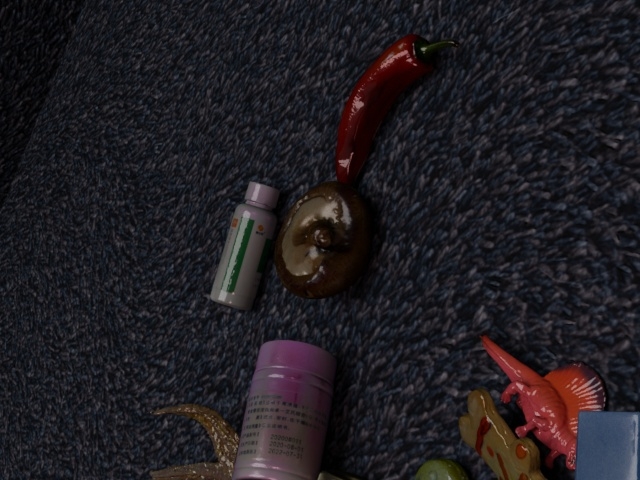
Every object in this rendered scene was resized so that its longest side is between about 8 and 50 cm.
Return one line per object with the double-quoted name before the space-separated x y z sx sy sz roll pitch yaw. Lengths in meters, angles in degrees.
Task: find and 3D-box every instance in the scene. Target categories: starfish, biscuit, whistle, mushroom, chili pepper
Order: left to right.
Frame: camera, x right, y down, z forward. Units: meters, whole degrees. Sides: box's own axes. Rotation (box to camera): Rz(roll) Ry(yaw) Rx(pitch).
"starfish" -0.199 0.495 2.002 0.384 0.132 0.398 -44 69 30
"mushroom" 0.012 0.006 1.946 0.194 0.138 0.231 -8 59 63
"chili pepper" 0.123 -0.260 1.954 0.137 0.092 0.368 50 124 26
"whistle" 0.168 0.421 1.662 0.198 0.057 0.104 -48 50 38
"biscuit" 0.278 0.325 1.513 0.234 0.030 0.153 54 157 32

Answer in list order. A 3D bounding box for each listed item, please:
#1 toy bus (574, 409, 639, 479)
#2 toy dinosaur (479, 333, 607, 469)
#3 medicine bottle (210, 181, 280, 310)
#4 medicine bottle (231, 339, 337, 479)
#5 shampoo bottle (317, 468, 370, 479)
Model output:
"toy bus" 0.396 0.341 1.347 0.116 0.133 0.234 -9 70 48
"toy dinosaur" 0.337 0.209 1.536 0.139 0.070 0.286 -40 45 20
"medicine bottle" -0.151 0.011 2.156 0.095 0.095 0.260 17 91 51
"medicine bottle" -0.061 0.320 1.857 0.152 0.152 0.254 -19 51 45
"shampoo bottle" 0.010 0.570 1.756 0.125 0.084 0.350 12 86 28
